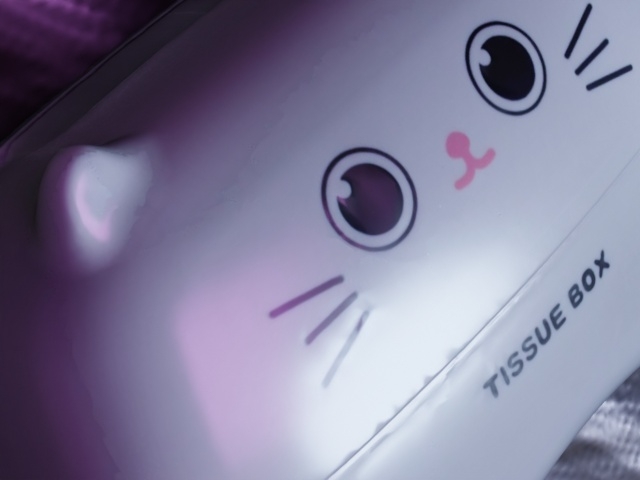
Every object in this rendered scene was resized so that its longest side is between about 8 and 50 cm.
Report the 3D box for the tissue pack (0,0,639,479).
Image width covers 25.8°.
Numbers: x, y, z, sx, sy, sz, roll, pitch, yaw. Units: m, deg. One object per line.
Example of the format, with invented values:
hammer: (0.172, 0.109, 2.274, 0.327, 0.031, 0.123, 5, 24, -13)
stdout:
tissue pack: (0.000, 0.000, 0.561, 0.333, 0.229, 0.236, -43, 120, -29)
